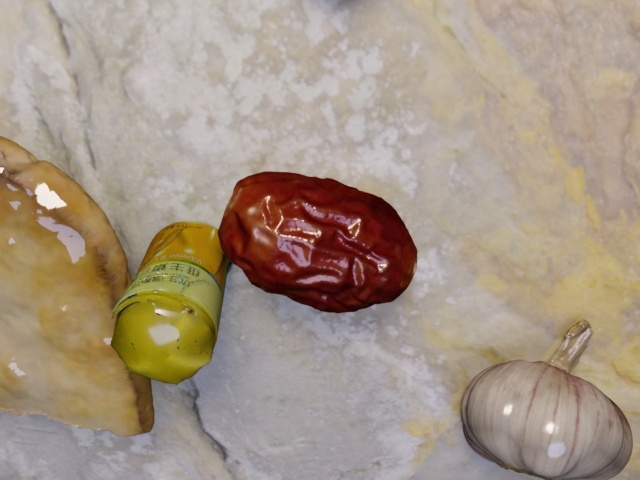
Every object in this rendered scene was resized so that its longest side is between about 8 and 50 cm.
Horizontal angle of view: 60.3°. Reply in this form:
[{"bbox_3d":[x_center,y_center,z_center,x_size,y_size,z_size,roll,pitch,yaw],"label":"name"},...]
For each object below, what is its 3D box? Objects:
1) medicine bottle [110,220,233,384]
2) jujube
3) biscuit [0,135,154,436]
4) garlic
[{"bbox_3d":[-0.180,0.070,0.691,0.124,0.238,0.124,-1,114,-3],"label":"medicine bottle"},{"bbox_3d":[0.000,0.000,0.696,0.251,0.174,0.174,22,114,-12],"label":"jujube"},{"bbox_3d":[-0.452,0.059,0.744,0.430,0.104,0.445,4,116,11],"label":"biscuit"},{"bbox_3d":[0.348,0.234,0.830,0.245,0.245,0.253,27,76,-13],"label":"garlic"}]
